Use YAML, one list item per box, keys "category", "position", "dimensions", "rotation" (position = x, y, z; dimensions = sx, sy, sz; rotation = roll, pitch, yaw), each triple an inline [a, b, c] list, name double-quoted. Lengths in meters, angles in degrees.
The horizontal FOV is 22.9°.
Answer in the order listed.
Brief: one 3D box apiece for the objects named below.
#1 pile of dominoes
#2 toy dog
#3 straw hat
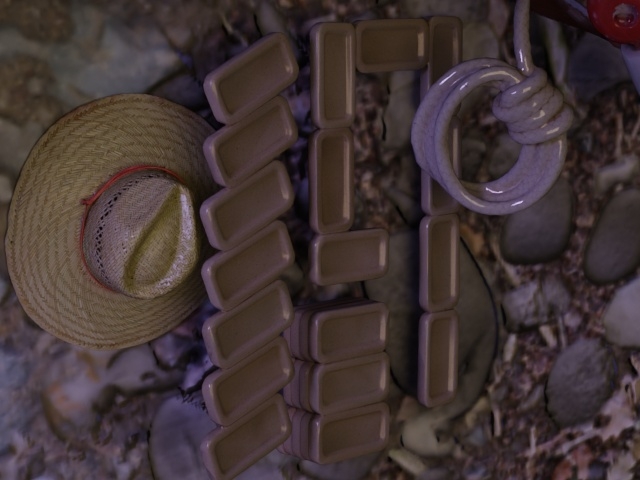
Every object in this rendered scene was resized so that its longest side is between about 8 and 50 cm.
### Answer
- category: "pile of dominoes"
  position: [0.000, 0.000, 0.893]
  dimensions: [0.196, 0.040, 0.251]
  rotation: [-8, 101, -42]
- category: "toy dog"
  position: [0.126, -0.195, 0.859]
  dimensions: [0.220, 0.161, 0.333]
  rotation: [-13, 121, 17]
- category: "straw hat"
  position: [-0.092, -0.003, 0.838]
  dimensions: [0.145, 0.061, 0.144]
  rotation: [-6, 104, -25]
